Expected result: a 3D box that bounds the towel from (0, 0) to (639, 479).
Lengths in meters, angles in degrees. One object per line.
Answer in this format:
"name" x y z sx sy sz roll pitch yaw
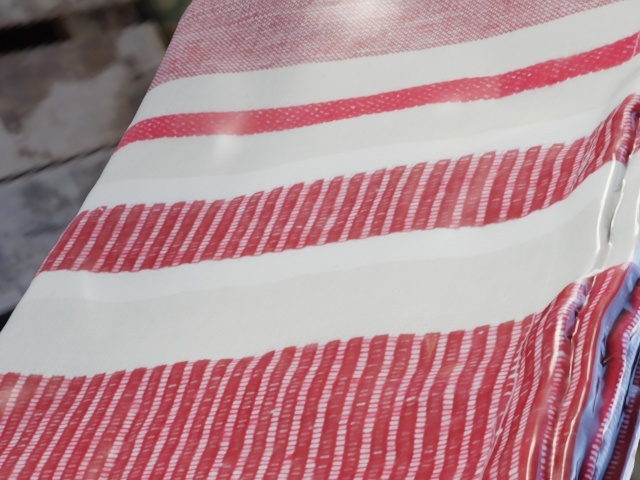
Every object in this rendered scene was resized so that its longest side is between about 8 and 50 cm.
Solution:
"towel" 0.000 0.000 0.570 0.037 0.237 0.329 59 37 -31
